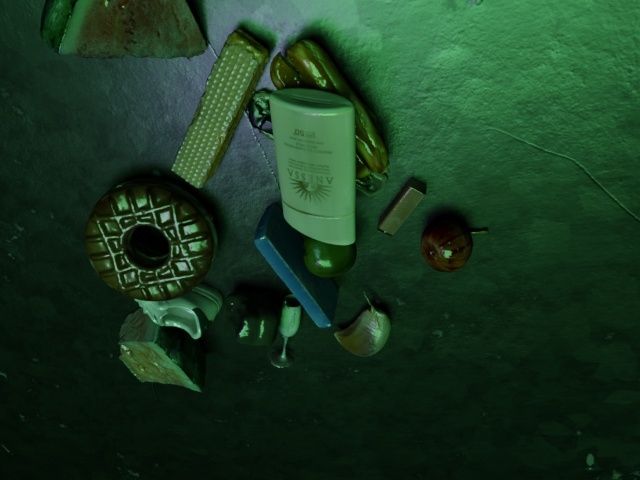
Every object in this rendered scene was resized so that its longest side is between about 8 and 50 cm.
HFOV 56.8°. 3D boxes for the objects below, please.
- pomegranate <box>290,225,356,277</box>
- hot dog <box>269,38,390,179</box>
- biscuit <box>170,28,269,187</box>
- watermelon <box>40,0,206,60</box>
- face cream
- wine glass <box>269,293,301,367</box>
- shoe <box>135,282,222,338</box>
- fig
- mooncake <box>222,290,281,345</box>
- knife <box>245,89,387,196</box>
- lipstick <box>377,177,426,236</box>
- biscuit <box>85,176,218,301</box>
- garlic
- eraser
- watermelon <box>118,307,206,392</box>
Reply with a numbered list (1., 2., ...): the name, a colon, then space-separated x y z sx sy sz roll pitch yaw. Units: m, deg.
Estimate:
1. pomegranate: 0.000 0.000 1.405 0.131 0.152 0.191 -40 98 0
2. hot dog: 0.033 -0.259 1.220 0.135 0.100 0.337 -22 120 37
3. biscuit: -0.220 -0.272 1.281 0.094 0.054 0.378 37 128 3
4. watermelon: -0.385 -0.470 1.144 0.283 0.293 0.250 -47 66 12
5. face cream: -0.010 -0.140 1.221 0.174 0.081 0.348 14 137 17
6. wine glass: -0.094 0.254 1.678 0.074 0.074 0.262 13 129 2
7. shoe: -0.456 0.153 1.620 0.363 0.160 0.131 26 129 -9
8. fig: 0.299 0.001 1.358 0.128 0.128 0.150 39 98 -18
9. mooncake: -0.188 0.204 1.588 0.175 0.168 0.104 24 117 25
10. knife: -0.008 -0.204 1.307 0.365 0.043 0.089 31 128 -13
11. lipstick: 0.186 -0.075 1.363 0.045 0.045 0.145 29 129 -7
12. biscuit: -0.423 0.002 1.480 0.333 0.103 0.331 1 112 2
13. garlic: 0.127 0.234 1.601 0.129 0.090 0.198 32 133 3
14. eraser: -0.055 0.066 1.467 0.043 0.144 0.311 -22 120 24
15. watermelon: -0.473 0.313 1.780 0.302 0.151 0.264 -2 133 36
